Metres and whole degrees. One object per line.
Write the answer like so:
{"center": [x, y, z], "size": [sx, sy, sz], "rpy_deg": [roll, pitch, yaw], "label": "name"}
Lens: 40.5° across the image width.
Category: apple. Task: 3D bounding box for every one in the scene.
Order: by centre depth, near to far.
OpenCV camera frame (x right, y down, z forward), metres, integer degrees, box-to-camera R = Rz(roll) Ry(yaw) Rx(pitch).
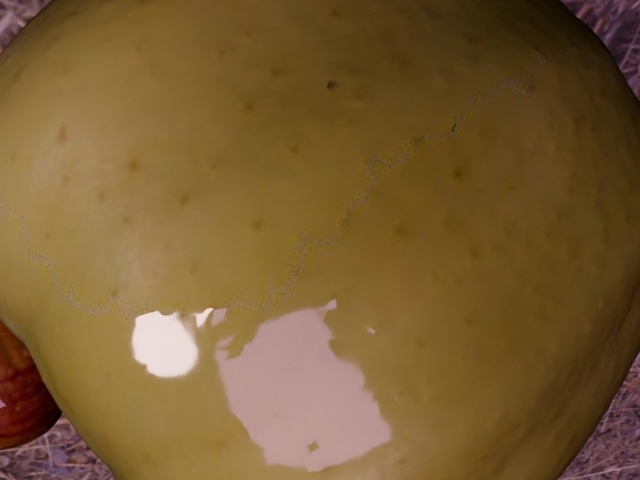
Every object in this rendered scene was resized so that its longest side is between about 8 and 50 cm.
{"center": [0.000, 0.000, 0.607], "size": [0.473, 0.474, 0.474], "rpy_deg": [-7, 128, -8], "label": "apple"}

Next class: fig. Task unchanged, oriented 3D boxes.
{"center": [-0.331, 0.112, 0.775], "size": [0.207, 0.175, 0.175], "rpy_deg": [0, 127, -22], "label": "fig"}
